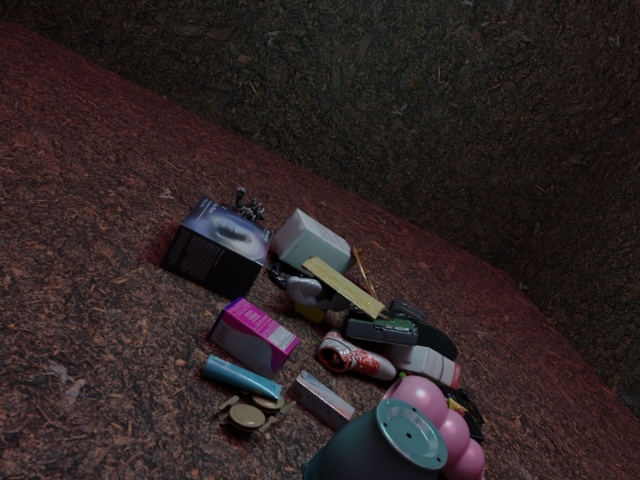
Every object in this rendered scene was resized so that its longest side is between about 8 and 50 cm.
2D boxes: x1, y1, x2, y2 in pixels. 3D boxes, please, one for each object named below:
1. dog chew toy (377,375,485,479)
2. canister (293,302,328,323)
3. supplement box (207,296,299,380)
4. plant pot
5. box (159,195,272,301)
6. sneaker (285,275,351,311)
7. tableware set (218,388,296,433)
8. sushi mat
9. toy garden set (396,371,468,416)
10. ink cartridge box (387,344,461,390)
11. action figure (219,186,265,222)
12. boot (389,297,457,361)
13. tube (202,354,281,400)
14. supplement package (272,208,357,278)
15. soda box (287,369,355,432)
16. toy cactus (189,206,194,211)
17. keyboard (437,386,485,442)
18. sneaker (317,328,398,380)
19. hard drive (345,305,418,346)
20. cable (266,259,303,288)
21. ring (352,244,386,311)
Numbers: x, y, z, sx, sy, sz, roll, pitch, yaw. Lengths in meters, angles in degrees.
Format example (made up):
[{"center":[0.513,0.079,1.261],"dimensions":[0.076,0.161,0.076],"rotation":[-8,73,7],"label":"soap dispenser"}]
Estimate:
[{"center":[0.321,0.545,1.329],"dimensions":[0.332,0.206,0.207],"rotation":[43,22,9],"label":"dog chew toy"},{"center":[-0.020,0.227,1.754],"dimensions":[0.126,0.073,0.170],"rotation":[32,22,3],"label":"canister"},{"center":[-0.188,0.278,1.339],"dimensions":[0.220,0.111,0.114],"rotation":[35,20,8],"label":"supplement box"},{"center":[0.138,0.507,1.057],"dimensions":[0.272,0.255,0.271],"rotation":[27,20,-11],"label":"plant pot"},{"center":[-0.341,0.023,1.623],"dimensions":[0.294,0.182,0.296],"rotation":[29,21,-11],"label":"box"},{"center":[-0.021,0.161,1.678],"dimensions":[0.269,0.101,0.153],"rotation":[21,23,-31],"label":"sneaker"},{"center":[-0.158,0.419,1.156],"dimensions":[0.128,0.039,0.194],"rotation":[21,11,19],"label":"tableware set"},{"center":[0.080,0.161,1.644],"dimensions":[0.317,0.019,0.151],"rotation":[36,20,14],"label":"sushi mat"},{"center":[0.358,0.499,1.500],"dimensions":[0.244,0.049,0.203],"rotation":[40,-23,23],"label":"toy garden set"},{"center":[0.355,0.431,1.617],"dimensions":[0.159,0.092,0.218],"rotation":[-2,-27,47],"label":"ink cartridge box"},{"center":[-0.330,-0.144,2.090],"dimensions":[0.164,0.141,0.276],"rotation":[33,23,9],"label":"action figure"},{"center":[0.448,0.371,2.036],"dimensions":[0.338,0.118,0.223],"rotation":[39,16,8],"label":"boot"},{"center":[-0.197,0.353,1.205],"dimensions":[0.207,0.052,0.080],"rotation":[22,12,-6],"label":"tube"},{"center":[-0.026,0.038,1.969],"dimensions":[0.293,0.177,0.175],"rotation":[32,17,-31],"label":"supplement package"},{"center":[0.002,0.444,1.299],"dimensions":[0.183,0.058,0.063],"rotation":[35,21,10],"label":"soda box"},{"center":[-0.419,-0.059,1.838],"dimensions":[0.180,0.112,0.219],"rotation":[59,7,9],"label":"toy cactus"},{"center":[0.497,0.591,1.698],"dimensions":[0.202,0.033,0.317],"rotation":[21,23,-22],"label":"keyboard"},{"center":[0.115,0.399,1.524],"dimensions":[0.270,0.090,0.145],"rotation":[31,21,9],"label":"sneaker"},{"center":[0.213,0.301,1.683],"dimensions":[0.237,0.064,0.339],"rotation":[7,0,5],"label":"hard drive"},{"center":[-0.123,0.135,1.858],"dimensions":[0.151,0.047,0.184],"rotation":[36,19,17],"label":"cable"},{"center":[0.212,0.172,1.988],"dimensions":[0.336,0.032,0.336],"rotation":[-23,90,-84],"label":"ring"}]
